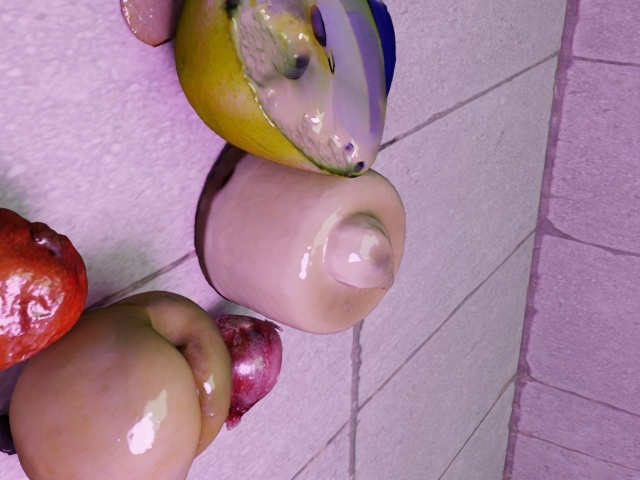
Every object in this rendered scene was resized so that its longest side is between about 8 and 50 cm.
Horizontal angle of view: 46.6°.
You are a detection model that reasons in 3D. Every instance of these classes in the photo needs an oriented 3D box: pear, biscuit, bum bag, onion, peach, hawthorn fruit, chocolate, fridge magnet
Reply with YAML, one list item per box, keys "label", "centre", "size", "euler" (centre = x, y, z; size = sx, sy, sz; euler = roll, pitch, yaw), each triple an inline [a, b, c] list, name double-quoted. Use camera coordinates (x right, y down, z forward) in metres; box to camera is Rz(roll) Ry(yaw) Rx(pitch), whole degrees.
- label: "pear"
  centre: [-0.067, -0.263, 1.062]
  size: [0.399, 0.165, 0.398]
  euler: [23, 63, -55]
- label: "biscuit"
  centre: [-0.217, -0.316, 0.979]
  size: [0.120, 0.015, 0.120]
  euler: [-32, 129, -49]
- label: "bum bag"
  centre: [-0.405, 0.244, 0.916]
  size: [0.124, 0.034, 0.058]
  euler: [3, 87, -59]
- label: "onion"
  centre: [-0.142, 0.220, 1.226]
  size: [0.159, 0.159, 0.195]
  euler: [-13, 115, -56]
- label: "peach"
  centre: [-0.251, 0.203, 0.939]
  size: [0.247, 0.292, 0.292]
  euler: [44, 57, -9]
- label: "hawthorn fruit"
  centre: [-0.346, 0.054, 0.805]
  size: [0.179, 0.173, 0.173]
  euler: [-43, 138, -42]
- label: "chocolate"
  centre: [0.000, 0.000, 1.220]
  size: [0.326, 0.297, 0.314]
  euler: [-22, 127, -54]
- label: "fridge magnet"
  centre: [0.052, -0.311, 1.328]
  size: [0.265, 0.113, 0.265]
  euler: [-31, 128, -49]
